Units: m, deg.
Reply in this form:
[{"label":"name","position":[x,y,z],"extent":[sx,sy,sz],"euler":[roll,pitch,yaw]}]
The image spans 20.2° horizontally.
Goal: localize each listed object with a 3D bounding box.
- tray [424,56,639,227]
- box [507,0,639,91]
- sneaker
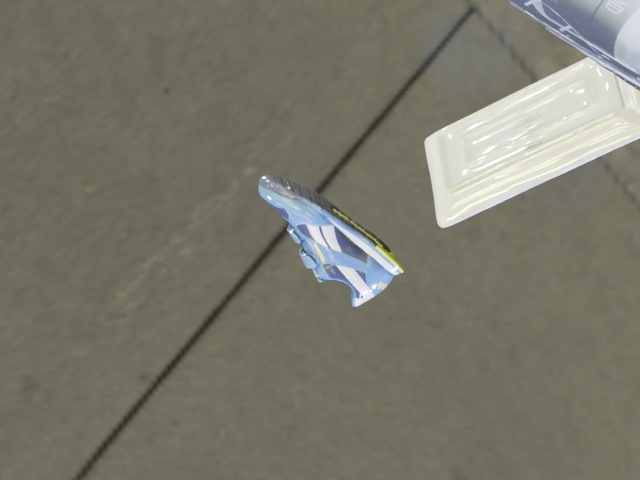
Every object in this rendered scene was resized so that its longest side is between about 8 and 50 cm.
[{"label":"tray","position":[0.234,-0.125,1.998],"extent":[0.030,0.270,0.145],"euler":[44,29,-42]},{"label":"box","position":[0.284,-0.330,1.289],"extent":[0.472,0.480,0.297],"euler":[32,78,-7]},{"label":"sneaker","position":[0.000,0.000,1.512],"extent":[0.144,0.053,0.059],"euler":[38,102,-7]}]
